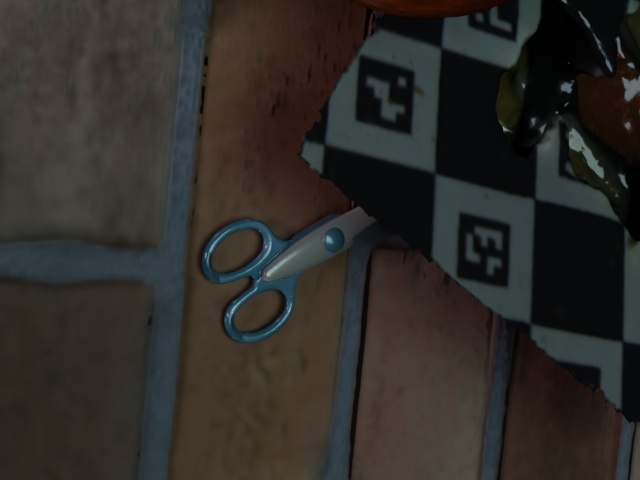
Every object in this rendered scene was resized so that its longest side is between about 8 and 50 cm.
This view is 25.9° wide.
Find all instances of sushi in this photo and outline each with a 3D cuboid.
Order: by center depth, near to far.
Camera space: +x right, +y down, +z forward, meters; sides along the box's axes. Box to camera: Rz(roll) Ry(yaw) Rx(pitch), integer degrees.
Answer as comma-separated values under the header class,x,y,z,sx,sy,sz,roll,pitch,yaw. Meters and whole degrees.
class,x,y,z,sx,sy,sz,roll,pitch,yaw
sushi,0.141,-0.057,0.697,0.294,0.059,0.292,41,61,-23

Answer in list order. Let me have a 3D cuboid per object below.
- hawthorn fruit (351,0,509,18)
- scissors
class,x,y,z,sx,sy,sz,roll,pitch,yaw
hawthorn fruit,0.031,-0.168,0.550,0.179,0.173,0.173,-24,114,9
scissors,0.000,0.000,0.645,0.119,0.014,0.058,-30,113,-24
